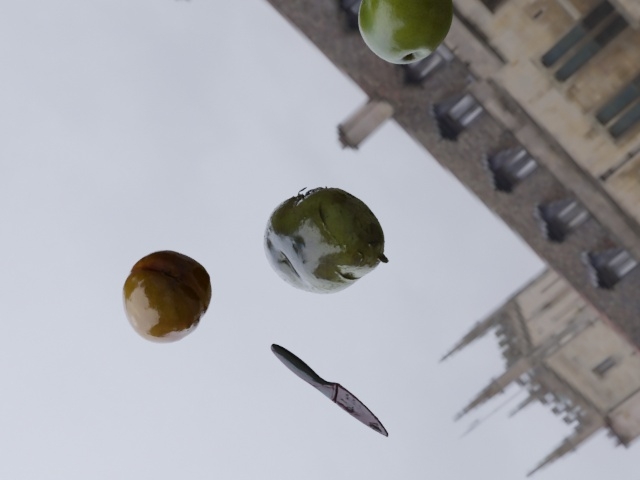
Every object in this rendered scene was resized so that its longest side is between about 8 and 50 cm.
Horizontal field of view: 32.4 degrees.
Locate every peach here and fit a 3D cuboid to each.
[{"bbox_3d":[-0.231,0.081,1.643,0.138,0.138,0.138,41,-159,-19],"label":"peach"}]

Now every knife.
[{"bbox_3d":[0.018,0.247,1.841,0.247,0.035,0.018,36,-160,3],"label":"knife"}]

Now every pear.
[{"bbox_3d":[0.143,-0.427,1.965,0.180,0.166,0.216,128,126,-80],"label":"pear"}]

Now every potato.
[{"bbox_3d":[0.000,0.000,1.709,0.143,0.248,0.169,-22,-91,-29],"label":"potato"}]
